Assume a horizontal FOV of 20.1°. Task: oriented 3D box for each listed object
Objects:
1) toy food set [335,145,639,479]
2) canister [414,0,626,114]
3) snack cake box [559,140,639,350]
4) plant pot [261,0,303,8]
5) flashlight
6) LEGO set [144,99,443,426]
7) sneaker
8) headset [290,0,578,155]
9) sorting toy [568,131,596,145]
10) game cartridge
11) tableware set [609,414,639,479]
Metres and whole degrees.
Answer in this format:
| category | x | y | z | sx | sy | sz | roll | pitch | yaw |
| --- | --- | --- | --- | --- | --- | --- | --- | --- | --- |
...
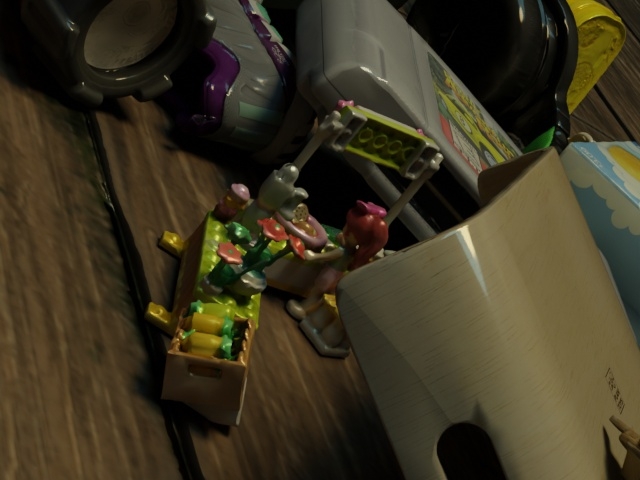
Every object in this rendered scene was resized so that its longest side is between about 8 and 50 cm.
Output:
| category | x | y | z | sx | sy | sz | roll | pitch | yaw |
| --- | --- | --- | --- | --- | --- | --- | --- | --- | --- |
| toy food set | 0.097 | 0.084 | 0.859 | 0.219 | 0.092 | 0.306 | 67 | 17 | -4 |
| canister | 0.169 | -0.191 | 1.577 | 0.073 | 0.126 | 0.170 | 16 | 28 | -46 |
| snack cake box | 0.270 | 0.046 | 1.297 | 0.264 | 0.089 | 0.152 | 45 | 20 | 17 |
| plant pot | -0.026 | -0.354 | 1.179 | 0.341 | 0.341 | 0.334 | -119 | -174 | -45 |
| flashlight | -0.175 | -0.204 | 1.053 | 0.103 | 0.103 | 0.304 | -13 | 49 | -34 |
| LEGO set | 0.000 | 0.000 | 0.902 | 0.132 | 0.107 | 0.287 | 46 | 21 | 19 |
| sneaker | -0.088 | -0.141 | 1.095 | 0.098 | 0.083 | 0.223 | 8 | 37 | -46 |
| headset | 0.068 | -0.168 | 1.401 | 0.243 | 0.185 | 0.394 | 34 | 36 | -24 |
| sorting toy | 0.235 | -0.066 | 1.550 | 0.083 | 0.045 | 0.075 | 27 | 16 | -29 |
| game cartridge | 0.094 | -0.031 | 1.118 | 0.294 | 0.060 | 0.196 | 47 | 13 | -20 |
| tableware set | 0.177 | 0.135 | 0.740 | 0.168 | 0.020 | 0.141 | 46 | -2 | -11 |
